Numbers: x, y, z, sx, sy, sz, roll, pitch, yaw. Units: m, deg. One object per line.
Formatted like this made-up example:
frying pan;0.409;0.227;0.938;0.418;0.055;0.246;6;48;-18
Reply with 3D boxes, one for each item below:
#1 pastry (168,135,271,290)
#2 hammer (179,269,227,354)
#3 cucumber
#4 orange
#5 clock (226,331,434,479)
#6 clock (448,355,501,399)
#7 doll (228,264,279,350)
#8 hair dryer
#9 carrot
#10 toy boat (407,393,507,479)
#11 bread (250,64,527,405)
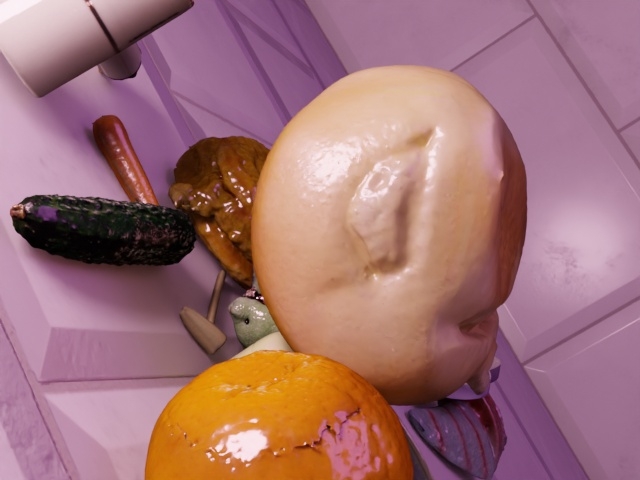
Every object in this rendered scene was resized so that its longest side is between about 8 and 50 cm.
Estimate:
pastry;-0.081;-0.041;1.308;0.235;0.132;0.240;50;9;-20
hammer;-0.132;0.067;1.149;0.060;0.028;0.195;48;12;-15
cucumber;-0.206;-0.008;0.962;0.067;0.068;0.293;60;14;11
orange;-0.034;0.190;0.801;0.219;0.219;0.193;-102;-170;-57
clock;0.031;0.263;1.070;0.348;0.117;0.286;36;24;-59
clock;0.236;0.223;1.799;0.198;0.172;0.064;-25;124;-65
doll;-0.070;0.060;1.156;0.078;0.115;0.150;14;74;-26
hair dryer;-0.255;-0.243;1.142;0.128;0.203;0.362;57;-6;1
carrot;-0.209;-0.061;1.128;0.190;0.037;0.037;61;13;8
toy boat;0.240;0.338;1.757;0.282;0.096;0.206;11;57;-60
bread;0.081;-0.010;1.052;0.376;0.253;0.347;-4;104;-75
